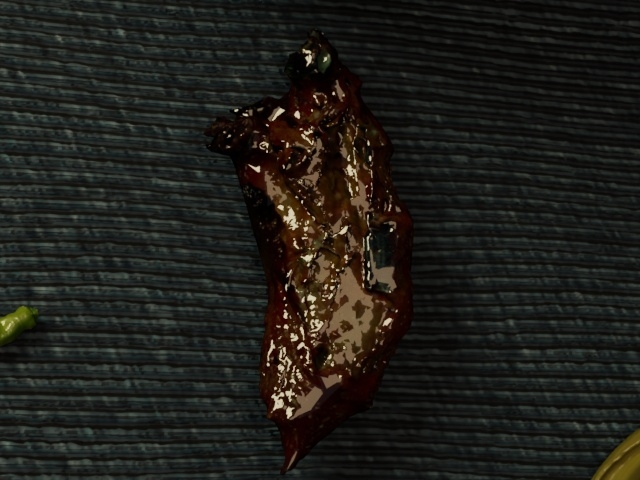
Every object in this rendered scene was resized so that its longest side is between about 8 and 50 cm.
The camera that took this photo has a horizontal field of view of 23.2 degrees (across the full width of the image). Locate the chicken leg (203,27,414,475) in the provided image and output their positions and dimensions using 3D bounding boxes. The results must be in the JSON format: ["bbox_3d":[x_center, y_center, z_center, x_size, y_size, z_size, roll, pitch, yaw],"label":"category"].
[{"bbox_3d":[0.000,0.000,0.825,0.105,0.063,0.233,-9,82,-13],"label":"chicken leg"}]

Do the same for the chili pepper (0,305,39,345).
[{"bbox_3d":[-0.184,0.043,0.786,0.083,0.017,0.030,-2,79,-20],"label":"chili pepper"}]

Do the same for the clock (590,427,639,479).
[{"bbox_3d":[0.246,0.201,0.860,0.237,0.057,0.237,4,77,-16],"label":"clock"}]
